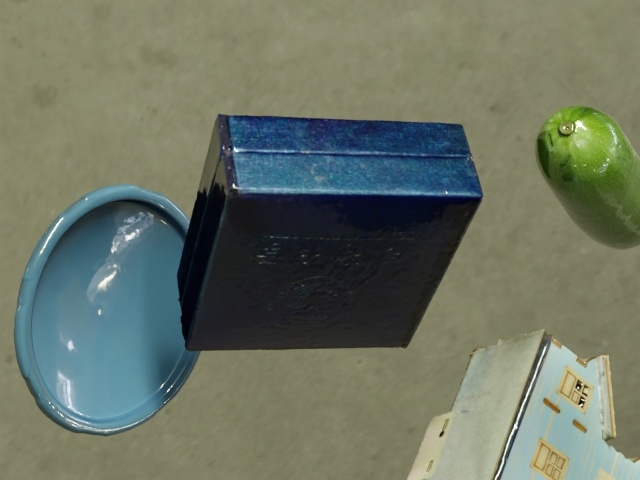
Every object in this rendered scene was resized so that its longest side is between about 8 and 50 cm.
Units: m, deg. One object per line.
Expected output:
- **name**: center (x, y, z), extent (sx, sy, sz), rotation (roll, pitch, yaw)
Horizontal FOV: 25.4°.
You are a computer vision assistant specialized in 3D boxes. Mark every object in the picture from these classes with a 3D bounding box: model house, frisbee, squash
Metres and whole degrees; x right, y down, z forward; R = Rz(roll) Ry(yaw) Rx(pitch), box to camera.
- **model house**: center (0.214, 0.249, 1.386), extent (0.206, 0.178, 0.271), rotation (35, 58, -18)
- **frisbee**: center (-0.238, 0.077, 1.614), extent (0.289, 0.049, 0.290), rotation (-11, 105, -48)
- **squash**: center (0.299, -0.053, 1.483), extent (0.101, 0.378, 0.101), rotation (-5, 76, 20)

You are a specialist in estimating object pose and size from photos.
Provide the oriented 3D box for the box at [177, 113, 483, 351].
- **box**: center (0.000, 0.000, 1.494), extent (0.261, 0.279, 0.116), rotation (1, 52, -15)
